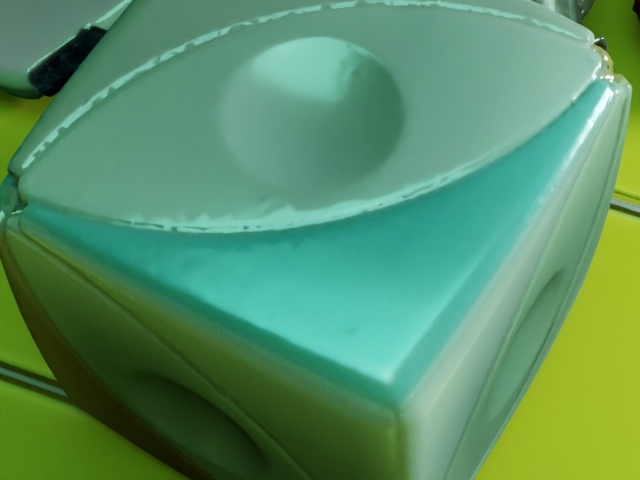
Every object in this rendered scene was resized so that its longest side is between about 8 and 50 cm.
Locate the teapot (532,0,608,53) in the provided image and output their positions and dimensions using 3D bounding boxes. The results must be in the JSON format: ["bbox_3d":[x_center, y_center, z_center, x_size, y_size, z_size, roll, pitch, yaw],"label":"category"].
[{"bbox_3d":[0.112,-0.216,1.537,0.305,0.223,0.285,-1,68,-2],"label":"teapot"}]

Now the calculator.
[{"bbox_3d":[-0.203,-0.247,1.612,0.293,0.051,0.173,-38,57,-3],"label":"calculator"}]

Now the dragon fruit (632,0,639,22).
[{"bbox_3d":[0.327,-0.232,1.603,0.125,0.125,0.246,-30,47,1],"label":"dragon fruit"}]

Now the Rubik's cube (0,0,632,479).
[{"bbox_3d":[0.000,0.000,1.337,0.352,0.347,0.351,30,66,16],"label":"Rubik's cube"}]
